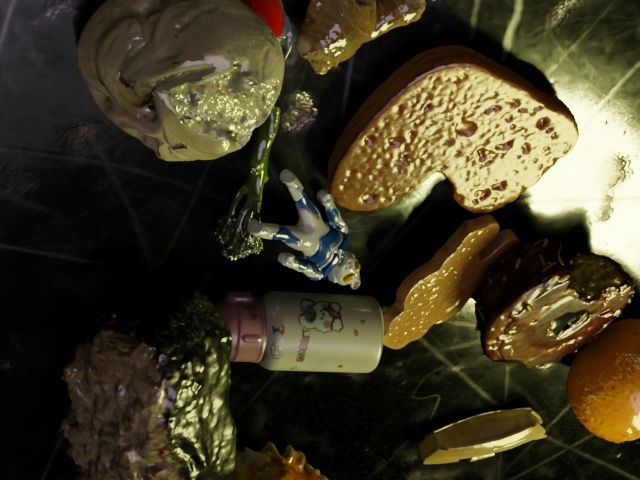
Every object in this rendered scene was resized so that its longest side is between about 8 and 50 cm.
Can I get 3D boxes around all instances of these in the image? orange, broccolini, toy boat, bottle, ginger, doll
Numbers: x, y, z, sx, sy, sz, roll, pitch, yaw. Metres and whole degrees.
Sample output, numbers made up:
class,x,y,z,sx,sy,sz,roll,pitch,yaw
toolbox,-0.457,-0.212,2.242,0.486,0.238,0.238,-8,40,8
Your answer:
class,x,y,z,sx,sy,sz,roll,pitch,yaw
orange,0.456,0.205,1.803,0.193,0.161,0.193,-40,166,-12
broccolini,-0.088,-0.079,1.522,0.067,0.058,0.216,2,117,-19
toy boat,0.257,0.313,1.907,0.206,0.064,0.072,-10,144,-7
bottle,-0.038,0.123,1.643,0.233,0.110,0.110,4,126,-18
ginger,0.041,-0.263,1.393,0.165,0.067,0.096,-31,130,-7
doll,-0.080,-0.265,1.362,0.104,0.062,0.195,-4,122,-27
doll,0.000,0.000,1.579,0.227,0.057,0.114,43,71,-48

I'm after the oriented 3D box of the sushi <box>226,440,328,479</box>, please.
class,x,y,z,sx,sy,sz,roll,pitch,yaw
sushi,-0.121,0.509,1.886,0.417,0.176,0.417,-13,133,-14

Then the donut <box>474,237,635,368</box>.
class,x,y,z,sx,sy,sz,roll,pitch,yaw
donut,0.318,0.086,1.707,0.230,0.096,0.216,-2,139,-30

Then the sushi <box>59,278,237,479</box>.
class,x,y,z,sx,sy,sz,roll,pitch,yaw
sushi,-0.224,0.221,1.589,0.171,0.211,0.350,-33,144,-44

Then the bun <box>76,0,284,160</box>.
class,x,y,z,sx,sy,sz,roll,pitch,yaw
bun,-0.156,-0.175,1.335,0.237,0.116,0.210,-3,131,22

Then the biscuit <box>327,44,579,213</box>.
class,x,y,z,sx,sy,sz,roll,pitch,yaw
biscuit,0.164,-0.119,1.548,0.277,0.052,0.262,21,124,-29

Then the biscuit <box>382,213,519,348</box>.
class,x,y,z,sx,sy,sz,roll,pitch,yaw
biscuit,0.170,0.061,1.671,0.236,0.040,0.144,-43,140,15
